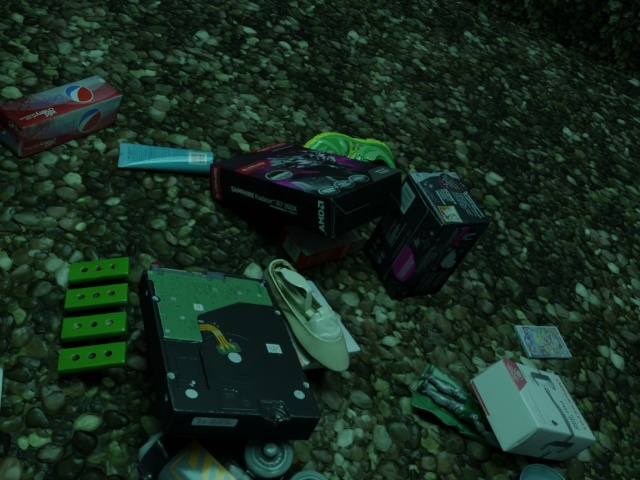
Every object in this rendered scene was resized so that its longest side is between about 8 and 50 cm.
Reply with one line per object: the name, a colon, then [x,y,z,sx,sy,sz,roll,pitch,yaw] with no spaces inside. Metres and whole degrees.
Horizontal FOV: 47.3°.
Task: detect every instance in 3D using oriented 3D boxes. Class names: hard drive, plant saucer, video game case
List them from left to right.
hard drive: [-0.158,0.174,1.179,0.236,0.064,0.339,10,32,-28]
video game case: [0.513,0.235,1.688,0.122,0.011,0.087,5,46,-23]
plant saucer: [0.425,0.482,1.381,0.119,0.021,0.119,14,43,-14]

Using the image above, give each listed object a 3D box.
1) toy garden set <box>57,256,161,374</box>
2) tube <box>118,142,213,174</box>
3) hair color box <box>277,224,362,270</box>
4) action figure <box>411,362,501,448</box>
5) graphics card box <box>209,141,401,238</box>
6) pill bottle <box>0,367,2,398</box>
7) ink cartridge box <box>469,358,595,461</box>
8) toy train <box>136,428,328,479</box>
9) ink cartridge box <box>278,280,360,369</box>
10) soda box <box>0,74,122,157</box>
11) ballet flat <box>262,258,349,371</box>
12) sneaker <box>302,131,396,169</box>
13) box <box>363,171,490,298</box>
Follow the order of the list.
toy garden set: [-0.345,0.132,1.294,0.203,0.049,0.244,-6,44,-6]
tube: [-0.348,-0.184,1.646,0.207,0.052,0.080,4,41,-17]
hair color box: [0.000,0.000,1.632,0.167,0.053,0.093,-16,55,-36]
action figure: [0.299,0.339,1.438,0.232,0.063,0.137,34,38,3]
graphics card box: [-0.036,-0.120,1.583,0.371,0.094,0.232,21,31,39]
pill bottle: [-0.577,0.231,1.042,0.221,0.121,0.121,5,46,-23]
ink cartridge box: [0.415,0.333,1.422,0.218,0.092,0.159,23,34,-41]
toy train: [-0.125,0.385,1.117,0.334,0.142,0.190,40,52,15]
ink cartridge box: [-0.053,0.159,1.388,0.232,0.066,0.189,9,39,-54]
soda box: [-0.564,-0.273,1.588,0.083,0.092,0.263,40,43,13]
ballet flat: [-0.023,0.131,1.349,0.086,0.086,0.248,-21,60,-41]
sneaker: [0.072,-0.197,1.828,0.295,0.109,0.123,-4,46,-31]
box: [0.229,-0.012,1.614,0.142,0.247,0.163,-3,50,-32]
